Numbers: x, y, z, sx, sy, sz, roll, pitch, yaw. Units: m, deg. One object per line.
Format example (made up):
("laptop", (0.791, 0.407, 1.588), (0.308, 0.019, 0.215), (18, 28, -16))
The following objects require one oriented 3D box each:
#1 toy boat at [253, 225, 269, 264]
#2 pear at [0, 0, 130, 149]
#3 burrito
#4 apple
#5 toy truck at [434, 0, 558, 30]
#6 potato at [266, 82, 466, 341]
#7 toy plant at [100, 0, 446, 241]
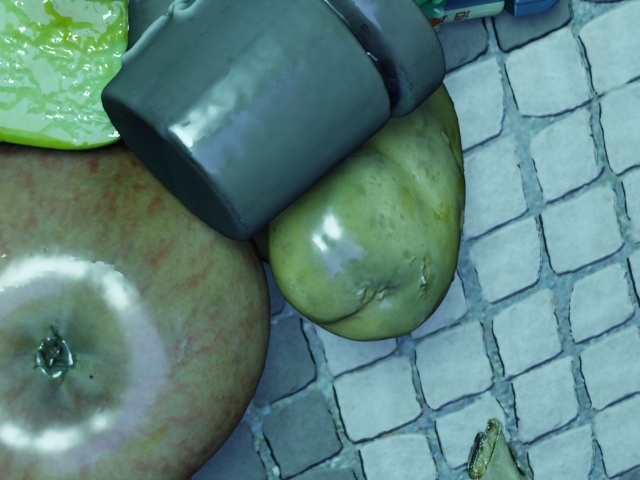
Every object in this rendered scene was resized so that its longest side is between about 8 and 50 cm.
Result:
("toy boat", (0.000, 0.000, 1.269), (0.226, 0.068, 0.088), (31, 89, -25))
("pear", (-0.273, -0.222, 1.039), (0.281, 0.176, 0.287), (0, 109, -15))
("burrito", (0.193, 0.255, 1.442), (0.055, 0.041, 0.149), (-37, 114, -18))
("apple", (-0.201, 0.078, 1.117), (0.344, 0.269, 0.345), (-6, 111, -15))
("toy truck", (0.116, -0.229, 1.220), (0.201, 0.074, 0.088), (-11, 117, -14))
("potato", (0.040, -0.046, 1.177), (0.191, 0.141, 0.296), (41, 48, -29))
("toy plant", (0.025, -0.195, 1.015), (0.400, 0.185, 0.279), (-46, 129, -14))
